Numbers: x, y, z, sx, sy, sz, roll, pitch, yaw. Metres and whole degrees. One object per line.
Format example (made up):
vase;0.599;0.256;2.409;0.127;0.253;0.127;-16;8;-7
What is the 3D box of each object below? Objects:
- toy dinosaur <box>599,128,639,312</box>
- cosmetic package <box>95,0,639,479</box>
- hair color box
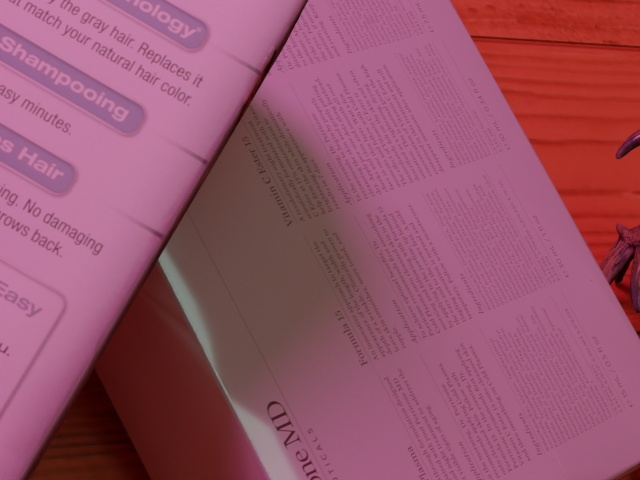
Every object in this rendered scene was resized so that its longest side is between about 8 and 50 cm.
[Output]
toy dinosaur;0.241;0.074;1.139;0.200;0.127;0.295;23;56;-5
cosmetic package;0.000;0.000;1.007;0.284;0.097;0.377;-19;77;-44
hair color box;-0.165;-0.013;0.814;0.185;0.113;0.374;30;73;-3
